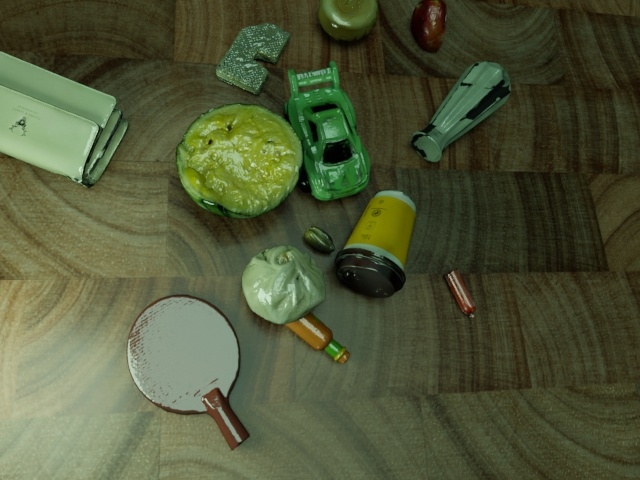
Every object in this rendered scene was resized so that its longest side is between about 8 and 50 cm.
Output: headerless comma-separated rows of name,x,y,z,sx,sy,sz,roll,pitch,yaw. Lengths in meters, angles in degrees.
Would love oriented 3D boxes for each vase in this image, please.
vase,0.438,-0.403,1.579,0.165,0.165,0.360,43,74,5

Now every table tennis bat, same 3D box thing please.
table tennis bat,-0.308,0.323,1.257,0.268,0.051,0.415,-33,80,-18

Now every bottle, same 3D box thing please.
bottle,-0.003,0.252,1.328,0.187,0.069,0.069,41,70,2

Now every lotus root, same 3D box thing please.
lotus root,0.000,0.000,1.416,0.099,0.049,0.054,39,61,4

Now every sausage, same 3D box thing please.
sausage,0.404,0.152,1.446,0.048,0.050,0.146,-6,68,-56

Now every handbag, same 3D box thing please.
handbag,-0.728,-0.312,1.323,0.358,0.160,0.237,22,77,-3

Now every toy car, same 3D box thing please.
toy car,0.016,-0.303,1.450,0.213,0.176,0.359,-13,76,-13

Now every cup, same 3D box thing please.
cup,0.163,0.008,1.381,0.196,0.196,0.280,26,61,-2

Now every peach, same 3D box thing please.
peach,0.356,-0.720,1.693,0.092,0.127,0.172,0,98,-19

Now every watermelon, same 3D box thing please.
watermelon,-0.218,-0.191,1.367,0.330,0.189,0.331,3,58,-5

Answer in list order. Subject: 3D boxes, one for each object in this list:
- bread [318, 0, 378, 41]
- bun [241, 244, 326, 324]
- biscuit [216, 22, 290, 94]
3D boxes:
bread,0.088,-0.736,1.639,0.213,0.105,0.214,5,69,-12
bun,-0.092,0.095,1.295,0.230,0.133,0.231,2,43,-2
biscuit,-0.202,-0.573,1.563,0.147,0.046,0.250,27,70,-1
